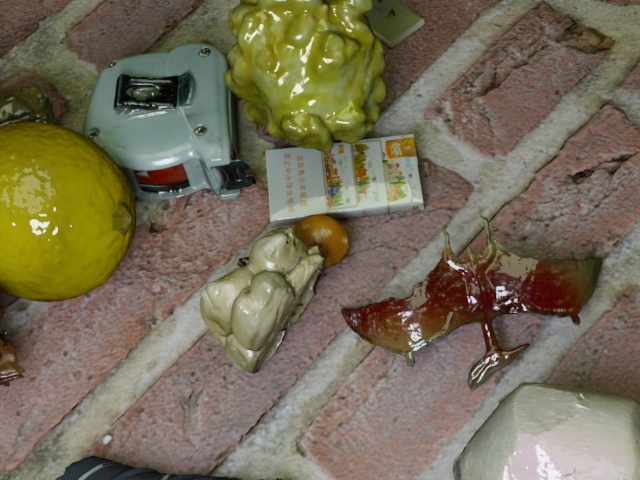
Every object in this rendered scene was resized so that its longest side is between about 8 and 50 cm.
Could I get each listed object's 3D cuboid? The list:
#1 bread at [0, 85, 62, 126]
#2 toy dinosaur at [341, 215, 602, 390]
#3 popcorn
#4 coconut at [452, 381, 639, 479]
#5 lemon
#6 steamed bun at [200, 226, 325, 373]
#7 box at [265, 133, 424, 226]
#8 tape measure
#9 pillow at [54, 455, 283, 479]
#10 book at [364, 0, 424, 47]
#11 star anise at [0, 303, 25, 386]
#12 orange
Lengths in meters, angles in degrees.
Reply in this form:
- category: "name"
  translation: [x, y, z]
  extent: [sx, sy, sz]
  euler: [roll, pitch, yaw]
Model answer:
- category: "bread"
  translation: [-0.514, -0.133, 1.614]
  extent: [0.268, 0.130, 0.152]
  euler: [-17, 64, -5]
- category: "toy dinosaur"
  translation: [0.214, 0.070, 1.412]
  extent: [0.327, 0.113, 0.206]
  euler: [-38, 85, -6]
- category: "popcorn"
  translation: [-0.025, -0.268, 1.543]
  extent: [0.242, 0.250, 0.235]
  euler: [12, 32, 24]
- category: "coconut"
  translation: [0.261, 0.264, 1.182]
  extent: [0.231, 0.227, 0.227]
  euler: [10, 57, 7]
- category: "lemon"
  translation: [-0.382, -0.038, 1.459]
  extent: [0.267, 0.267, 0.267]
  euler: [-3, 55, 5]
- category: "steamed bun"
  translation: [-0.080, 0.066, 1.381]
  extent: [0.106, 0.192, 0.177]
  euler: [32, 73, 9]
- category: "box"
  translation: [0.033, -0.088, 1.564]
  extent: [0.221, 0.032, 0.122]
  euler: [-7, 62, 4]
- category: "tape measure"
  translation: [-0.228, -0.177, 1.609]
  extent: [0.246, 0.125, 0.243]
  euler: [-7, 54, 1]
- category: "pillow"
  translation: [-0.167, 0.336, 1.264]
  extent: [0.335, 0.092, 0.161]
  euler: [5, 53, 9]
- category: "book"
  translation: [0.105, -0.364, 1.764]
  extent: [0.077, 0.014, 0.111]
  euler: [-39, 60, -19]
- category: "star anise"
  translation: [-0.459, 0.148, 1.354]
  extent: [0.148, 0.346, 0.237]
  euler: [-13, 6, -33]
- category: "orange"
  translation: [0.000, 0.000, 1.484]
  extent: [0.083, 0.083, 0.070]
  euler: [21, 86, 20]
